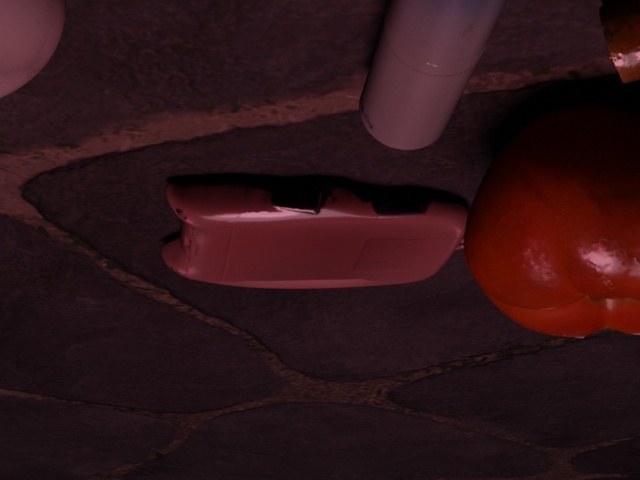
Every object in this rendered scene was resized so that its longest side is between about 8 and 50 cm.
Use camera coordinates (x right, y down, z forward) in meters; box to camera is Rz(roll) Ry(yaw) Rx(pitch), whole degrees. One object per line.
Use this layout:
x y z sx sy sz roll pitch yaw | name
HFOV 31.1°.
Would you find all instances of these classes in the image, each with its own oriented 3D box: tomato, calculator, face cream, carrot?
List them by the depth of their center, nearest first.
0.084 -0.154 0.821 0.077 0.077 0.250 3 157 -6 | face cream
0.311 -0.169 0.824 0.210 0.061 0.061 -14 153 21 | carrot
0.249 -0.014 1.012 0.260 0.180 0.260 3 157 1 | tomato
0.000 0.000 1.211 0.330 0.048 0.220 1 155 -9 | calculator

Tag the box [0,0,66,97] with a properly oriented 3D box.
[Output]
-0.350 -0.177 0.695 0.289 0.141 0.349 -12 154 27 | box
